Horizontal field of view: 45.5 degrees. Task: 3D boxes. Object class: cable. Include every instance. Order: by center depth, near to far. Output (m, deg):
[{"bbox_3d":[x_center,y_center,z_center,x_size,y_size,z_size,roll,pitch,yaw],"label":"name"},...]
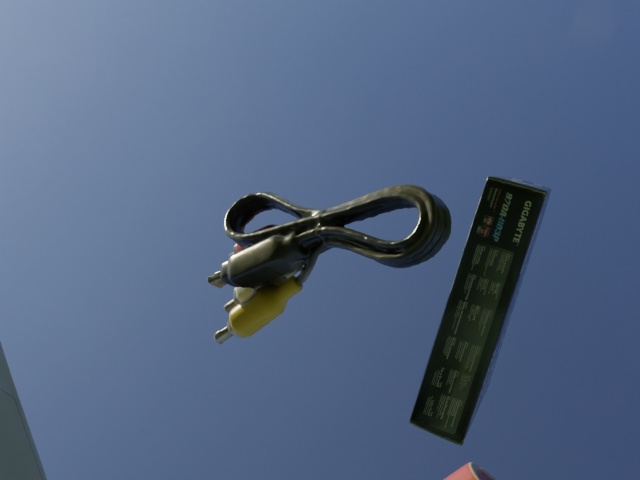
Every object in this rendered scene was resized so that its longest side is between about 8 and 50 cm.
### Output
[{"bbox_3d":[0.000,0.000,0.701,0.287,0.072,0.139,-20,-127,34],"label":"cable"}]

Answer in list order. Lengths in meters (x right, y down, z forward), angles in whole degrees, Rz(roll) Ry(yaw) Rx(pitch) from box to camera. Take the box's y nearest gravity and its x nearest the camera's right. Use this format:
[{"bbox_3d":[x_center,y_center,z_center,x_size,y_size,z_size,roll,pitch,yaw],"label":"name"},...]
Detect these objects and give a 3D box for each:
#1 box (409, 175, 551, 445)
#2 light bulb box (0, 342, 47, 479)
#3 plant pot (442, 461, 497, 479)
[{"bbox_3d":[0.150,0.051,0.691,0.051,0.175,0.220,18,-81,16],"label":"box"},{"bbox_3d":[-0.377,0.226,0.368,0.361,0.358,0.225,-26,-100,20],"label":"light bulb box"},{"bbox_3d":[0.242,0.536,1.311,0.243,0.275,0.275,-47,-116,4],"label":"plant pot"}]
